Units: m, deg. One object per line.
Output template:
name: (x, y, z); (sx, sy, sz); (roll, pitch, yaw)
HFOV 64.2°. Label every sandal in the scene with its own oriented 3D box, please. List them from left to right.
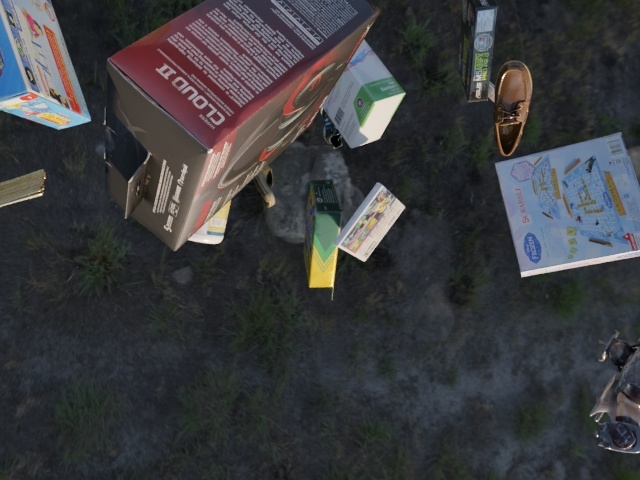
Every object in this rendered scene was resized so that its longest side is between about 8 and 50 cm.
sandal: (-0.131, -0.147, 1.197); (0.048, 0.180, 0.072); (-22, 138, -9)

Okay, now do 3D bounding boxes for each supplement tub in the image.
supplement tub: (-0.304, -0.102, 1.316); (0.144, 0.144, 0.200); (11, 95, -25)

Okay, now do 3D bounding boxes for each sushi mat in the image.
sushi mat: (-0.697, -0.066, 0.993); (0.316, 0.151, 0.019); (-21, 118, -15)

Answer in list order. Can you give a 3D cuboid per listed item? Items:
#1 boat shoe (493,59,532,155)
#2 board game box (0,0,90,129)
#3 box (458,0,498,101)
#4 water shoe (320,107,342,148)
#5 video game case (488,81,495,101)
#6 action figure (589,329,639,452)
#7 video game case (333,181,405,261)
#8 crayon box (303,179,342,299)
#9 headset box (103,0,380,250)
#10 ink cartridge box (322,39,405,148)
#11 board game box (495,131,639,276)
boat shoe: (0.342, -0.231, 0.914); (0.178, 0.064, 0.060); (76, 24, -44)
board game box: (-0.629, -0.413, 1.074); (0.086, 0.302, 0.309); (-18, 94, -3)
box: (0.449, -0.574, 1.478); (0.060, 0.270, 0.216); (-3, 43, 7)
water shoe: (0.049, -0.393, 1.706); (0.072, 0.203, 0.080); (-25, 60, -9)
video game case: (0.550, -0.489, 1.659); (0.011, 0.087, 0.122); (-45, 85, 5)
action figure: (0.361, 0.153, 0.490); (0.099, 0.285, 0.186); (19, 101, -10)
video game case: (0.139, -0.046, 1.416); (0.201, 0.023, 0.183); (-53, 148, 5)
crayon box: (0.000, 0.000, 1.598); (0.083, 0.203, 0.323); (0, 123, -8)
headset box: (-0.096, -0.134, 0.526); (0.110, 0.218, 0.293); (42, 58, -2)
ink cartridge box: (0.088, -0.440, 1.456); (0.117, 0.201, 0.278); (-24, 72, -27)
board game box: (0.652, -0.090, 1.332); (0.066, 0.317, 0.319); (39, 43, -63)
